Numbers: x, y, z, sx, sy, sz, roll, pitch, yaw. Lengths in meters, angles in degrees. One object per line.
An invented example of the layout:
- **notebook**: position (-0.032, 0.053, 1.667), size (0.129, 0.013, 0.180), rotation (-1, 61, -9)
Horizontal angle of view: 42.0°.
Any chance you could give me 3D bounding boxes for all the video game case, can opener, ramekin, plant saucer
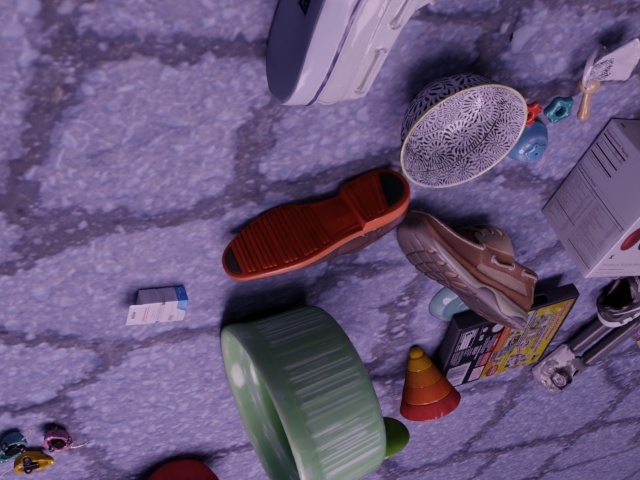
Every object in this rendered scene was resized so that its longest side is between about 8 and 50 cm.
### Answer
- **video game case**: position (0.346, 0.194, 1.613), size (0.248, 0.035, 0.275), rotation (-14, 148, -13)
- **can opener**: position (0.575, 0.224, 1.790), size (0.283, 0.076, 0.095), rotation (-47, 171, 28)
- **ramekin**: position (-0.026, 0.246, 1.269), size (0.148, 0.303, 0.303), rotation (-21, 145, -19)
- **plant saucer**: position (0.251, 0.109, 1.478), size (0.119, 0.021, 0.119), rotation (-16, 143, -12)

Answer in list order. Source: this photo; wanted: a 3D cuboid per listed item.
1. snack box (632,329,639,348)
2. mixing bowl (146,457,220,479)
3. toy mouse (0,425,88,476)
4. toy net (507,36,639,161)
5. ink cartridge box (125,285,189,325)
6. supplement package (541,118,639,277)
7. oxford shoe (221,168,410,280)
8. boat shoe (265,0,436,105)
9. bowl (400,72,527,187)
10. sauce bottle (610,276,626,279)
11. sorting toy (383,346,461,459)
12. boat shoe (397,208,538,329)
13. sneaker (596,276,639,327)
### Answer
- **snack box**: position (0.740, 0.191, 1.851), size (0.100, 0.037, 0.141), rotation (-34, 143, 11)
- **mixing bowl**: position (-0.266, 0.480, 1.585), size (0.181, 0.098, 0.181), rotation (-15, 143, -12)
- **toy mouse**: position (-0.459, 0.325, 1.335), size (0.161, 0.031, 0.143), rotation (-12, 143, -17)
- **toy net**: position (0.323, -0.196, 1.118), size (0.122, 0.045, 0.232), rotation (18, 126, -41)
- **ink cartridge box**: position (-0.232, 0.092, 1.172), size (0.083, 0.028, 0.048), rotation (-4, 139, -27)
- **supplement package**: position (0.500, -0.061, 1.297), size (0.194, 0.149, 0.203), rotation (-2, 139, -28)
- **oxford shoe**: position (0.000, 0.000, 1.137), size (0.271, 0.097, 0.098), rotation (-21, 150, -5)
- **boat shoe**: position (0.074, -0.268, 0.802), size (0.156, 0.135, 0.367), rotation (-3, 142, -27)
- **bowl**: position (0.164, -0.153, 1.046), size (0.170, 0.080, 0.170), rotation (-16, 143, -12)
- **sauce bottle**: position (0.666, 0.007, 1.514), size (0.344, 0.111, 0.111), rotation (-12, 142, -17)
- **sorting toy**: position (0.103, 0.306, 1.509), size (0.366, 0.127, 0.126), rotation (-27, 109, -34)
- **boat shoe**: position (0.238, 0.027, 1.308), size (0.324, 0.123, 0.116), rotation (37, 80, -42)
- **sneaker**: position (0.640, 0.087, 1.627), size (0.234, 0.078, 0.106), rotation (-34, 146, 17)
